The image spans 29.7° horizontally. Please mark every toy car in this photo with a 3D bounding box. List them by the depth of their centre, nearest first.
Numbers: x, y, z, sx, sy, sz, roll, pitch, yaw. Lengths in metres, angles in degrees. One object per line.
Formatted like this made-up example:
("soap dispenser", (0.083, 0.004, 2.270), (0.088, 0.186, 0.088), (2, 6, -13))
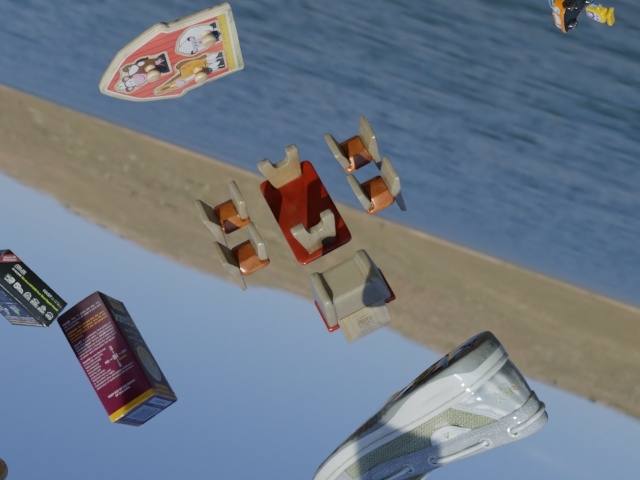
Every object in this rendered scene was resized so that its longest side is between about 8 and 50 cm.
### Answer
("toy car", (0.246, -0.221, 1.173), (0.040, 0.060, 0.122), (27, 180, 27))

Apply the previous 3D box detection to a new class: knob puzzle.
("knob puzzle", (-0.196, -0.227, 1.588), (0.213, 0.213, 0.030), (16, -132, -63))

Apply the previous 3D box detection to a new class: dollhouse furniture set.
("dollhouse furniture set", (0.000, 0.000, 1.654), (0.259, 0.262, 0.135), (63, 179, 30))

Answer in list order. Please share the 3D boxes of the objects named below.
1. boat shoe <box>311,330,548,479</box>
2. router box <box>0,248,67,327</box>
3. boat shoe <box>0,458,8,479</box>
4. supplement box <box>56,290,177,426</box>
("boat shoe", (0.096, 0.202, 1.192), (0.103, 0.320, 0.118), (49, -136, 5))
("router box", (-0.349, 0.054, 1.363), (0.092, 0.038, 0.122), (48, 155, -22))
("boat shoe", (-0.499, 0.327, 1.664), (0.153, 0.048, 0.056), (-5, -121, -38))
("supplement box", (-0.308, 0.181, 1.831), (0.188, 0.081, 0.104), (57, -176, 18))
